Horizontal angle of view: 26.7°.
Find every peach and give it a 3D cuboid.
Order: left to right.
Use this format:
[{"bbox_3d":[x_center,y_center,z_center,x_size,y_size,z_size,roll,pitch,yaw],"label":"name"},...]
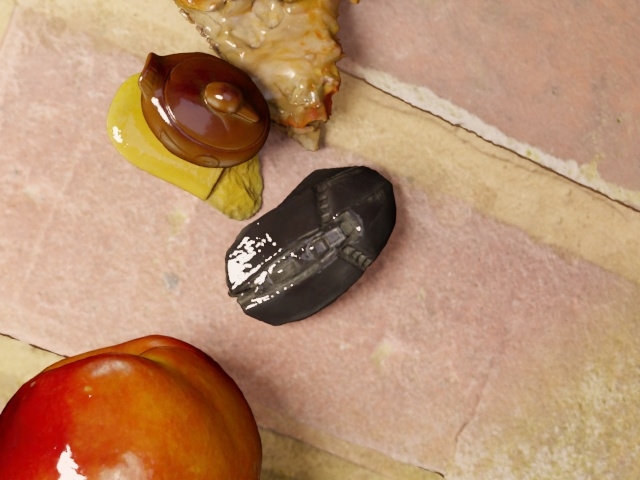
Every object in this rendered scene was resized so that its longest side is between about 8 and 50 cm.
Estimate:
[{"bbox_3d":[-0.156,0.199,1.094,0.243,0.199,0.243,2,86,-38],"label":"peach"}]

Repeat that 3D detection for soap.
[{"bbox_3d":[-0.113,-0.086,1.217,0.168,0.033,0.089,29,76,-20],"label":"soap"}]

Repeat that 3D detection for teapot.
[{"bbox_3d":[-0.099,-0.118,1.165,0.129,0.078,0.098,29,67,-19],"label":"teapot"}]

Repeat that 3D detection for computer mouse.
[{"bbox_3d":[0.000,0.000,1.243,0.192,0.062,0.105,-37,100,-21],"label":"computer mouse"}]

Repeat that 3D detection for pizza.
[{"bbox_3d":[-0.076,-0.238,1.224,0.251,0.074,0.287,7,82,-19],"label":"pizza"}]
